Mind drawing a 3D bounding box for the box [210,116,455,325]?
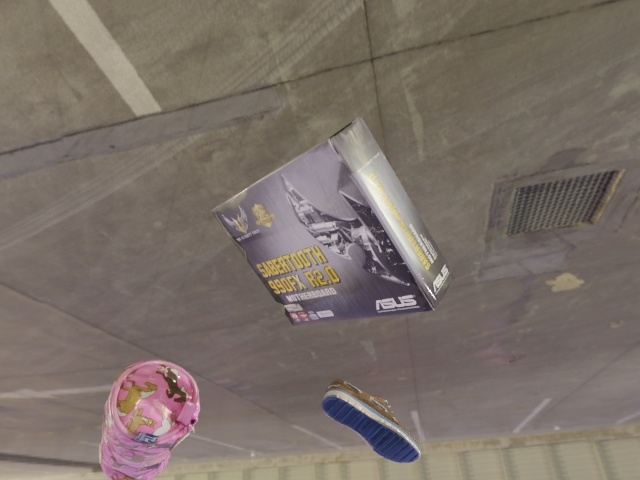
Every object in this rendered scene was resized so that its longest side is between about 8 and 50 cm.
[{"bbox_3d":[0.000,0.000,0.473,0.231,0.056,0.183,-18,111,49],"label":"box"}]

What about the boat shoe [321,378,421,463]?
[{"bbox_3d":[0.090,0.290,0.719,0.183,0.066,0.066,38,118,-2],"label":"boat shoe"}]

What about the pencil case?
[{"bbox_3d":[-0.372,0.397,0.922,0.160,0.167,0.386,-3,146,-33],"label":"pencil case"}]
